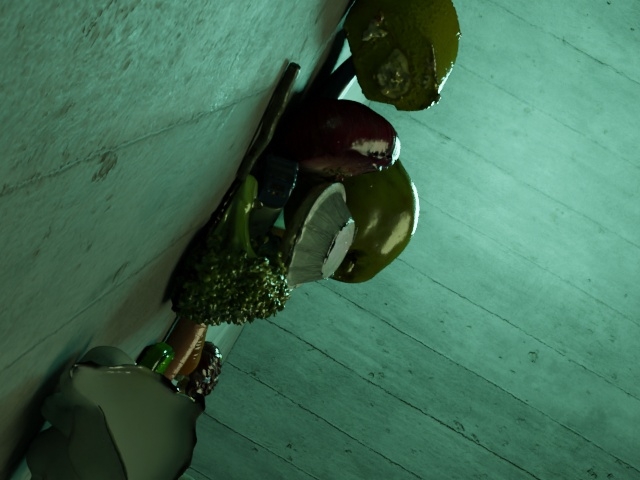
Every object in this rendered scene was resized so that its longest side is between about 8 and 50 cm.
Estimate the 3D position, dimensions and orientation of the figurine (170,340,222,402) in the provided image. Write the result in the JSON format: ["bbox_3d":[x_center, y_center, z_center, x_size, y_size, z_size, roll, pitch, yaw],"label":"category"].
[{"bbox_3d":[-0.297,0.317,2.350,0.174,0.116,0.240,-57,177,-41],"label":"figurine"}]

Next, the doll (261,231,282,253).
[{"bbox_3d":[-0.123,0.047,1.966,0.059,0.159,0.158,-77,165,-79],"label":"doll"}]

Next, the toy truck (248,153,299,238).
[{"bbox_3d":[-0.106,-0.066,1.838,0.201,0.074,0.088,123,-19,-47],"label":"toy truck"}]

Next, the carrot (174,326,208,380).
[{"bbox_3d":[-0.260,0.171,2.102,0.069,0.069,0.336,-56,170,-57],"label":"carrot"}]

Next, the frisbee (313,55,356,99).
[{"bbox_3d":[0.020,-0.303,2.089,0.289,0.049,0.289,-54,-177,4],"label":"frisbee"}]

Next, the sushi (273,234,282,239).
[{"bbox_3d":[-0.134,0.055,2.080,0.172,0.150,0.153,-60,178,22],"label":"sushi"}]

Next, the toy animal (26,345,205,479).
[{"bbox_3d":[-0.265,0.259,1.281,0.174,0.249,0.289,-12,-177,-43],"label":"toy animal"}]

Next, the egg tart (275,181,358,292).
[{"bbox_3d":[0.000,0.000,1.899,0.234,0.094,0.234,-57,163,-28],"label":"egg tart"}]

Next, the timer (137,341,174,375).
[{"bbox_3d":[-0.317,0.248,1.851,0.128,0.047,0.140,-59,178,-2],"label":"timer"}]

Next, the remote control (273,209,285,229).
[{"bbox_3d":[-0.067,-0.063,2.259,0.090,0.038,0.309,-68,158,4],"label":"remote control"}]

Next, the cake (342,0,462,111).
[{"bbox_3d":[0.160,-0.366,1.908,0.156,0.179,0.260,-57,145,-29],"label":"cake"}]

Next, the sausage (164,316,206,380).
[{"bbox_3d":[-0.273,0.196,1.995,0.169,0.065,0.065,-58,178,0],"label":"sausage"}]

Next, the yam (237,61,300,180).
[{"bbox_3d":[-0.083,-0.188,1.630,0.029,0.027,0.234,-99,-149,-49],"label":"yam"}]

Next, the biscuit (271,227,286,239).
[{"bbox_3d":[-0.096,-0.028,2.511,0.325,0.107,0.326,-61,175,-9],"label":"biscuit"}]

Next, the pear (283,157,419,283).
[{"bbox_3d":[0.064,-0.098,2.150,0.287,0.287,0.375,116,-19,-63],"label":"pear"}]

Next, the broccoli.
[{"bbox_3d":[-0.123,0.040,1.725,0.273,0.180,0.242,-60,177,-4],"label":"broccoli"}]

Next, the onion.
[{"bbox_3d":[0.030,-0.186,1.892,0.248,0.248,0.161,-45,140,-82],"label":"onion"}]
